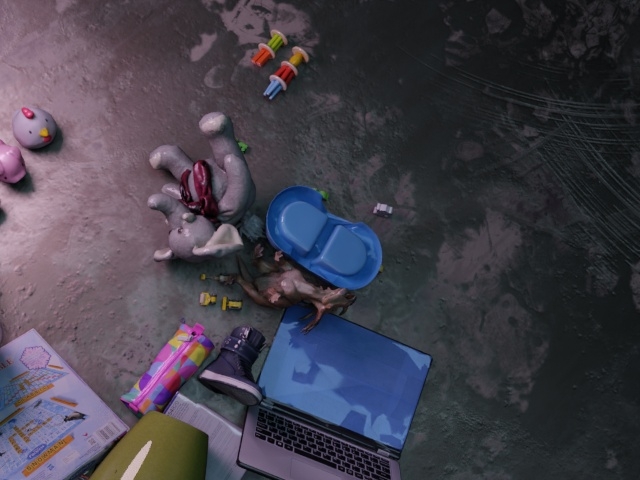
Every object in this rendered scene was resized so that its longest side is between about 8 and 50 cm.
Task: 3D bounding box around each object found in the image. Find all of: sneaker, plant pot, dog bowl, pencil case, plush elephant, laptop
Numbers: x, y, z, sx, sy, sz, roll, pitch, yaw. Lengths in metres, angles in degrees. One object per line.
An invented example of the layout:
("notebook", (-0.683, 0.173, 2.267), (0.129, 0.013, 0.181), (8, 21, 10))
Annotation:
("sneaker", (-0.164, 0.268, 1.863), (0.163, 0.226, 0.086), (-50, 120, -21))
("plant pot", (-0.349, 0.503, 1.710), (0.275, 0.275, 0.293), (25, 70, -7))
("dog bowl", (0.000, 0.000, 1.961), (0.297, 0.074, 0.165), (34, 70, -12))
("pencil case", (-0.335, 0.289, 1.876), (0.104, 0.104, 0.236), (37, 73, -3))
("plush elephant", (-0.273, -0.067, 1.881), (0.330, 0.272, 0.255), (57, 44, -21))
("laptop", (0.050, 0.368, 1.881), (0.382, 0.408, 0.236), (23, 107, -6))

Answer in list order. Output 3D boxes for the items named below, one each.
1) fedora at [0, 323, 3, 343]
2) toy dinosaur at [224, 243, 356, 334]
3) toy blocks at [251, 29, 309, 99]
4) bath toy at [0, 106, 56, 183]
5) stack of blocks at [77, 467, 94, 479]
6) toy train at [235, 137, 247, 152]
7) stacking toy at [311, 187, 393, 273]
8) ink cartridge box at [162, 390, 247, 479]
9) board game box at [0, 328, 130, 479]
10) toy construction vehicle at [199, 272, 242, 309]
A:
("fedora", (-0.740, 0.230, 1.649), (0.244, 0.124, 0.275), (-23, 38, -36))
("toy dinosaur", (-0.087, 0.120, 1.934), (0.200, 0.296, 0.127), (48, 63, -43))
("toy blocks", (-0.117, -0.434, 2.111), (0.123, 0.054, 0.148), (37, 73, -3))
("bath toy", (-0.721, -0.169, 1.875), (0.151, 0.129, 0.348), (42, 72, -1))
("stack of blocks", (-0.635, 0.480, 1.769), (0.297, 0.087, 0.171), (24, 74, -7))
("toy train", (-0.215, -0.241, 2.064), (0.083, 0.017, 0.023), (29, 63, -5))
("stacking toy", (0.060, -0.025, 2.061), (0.221, 0.052, 0.166), (15, 75, -9))
("ink cartridge box", (-0.275, 0.476, 1.845), (0.224, 0.045, 0.223), (34, 86, 2))
("board game box", (-0.611, 0.374, 1.707), (0.318, 0.066, 0.319), (42, 46, 15))
("toy construction vehicle", (-0.231, 0.119, 1.975), (0.098, 0.035, 0.085), (3, 88, -10))
